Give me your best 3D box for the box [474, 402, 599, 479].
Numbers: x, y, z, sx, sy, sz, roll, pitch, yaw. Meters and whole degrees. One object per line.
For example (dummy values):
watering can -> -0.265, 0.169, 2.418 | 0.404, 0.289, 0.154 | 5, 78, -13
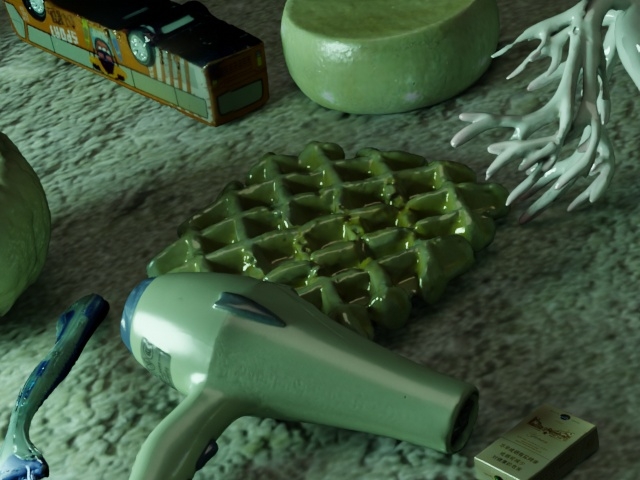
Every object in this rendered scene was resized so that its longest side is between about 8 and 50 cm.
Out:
box -> 0.163, 0.159, 1.501 | 0.083, 0.024, 0.053 | -31, 37, -31

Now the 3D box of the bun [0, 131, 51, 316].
bun -> -0.331, 0.006, 1.792 | 0.243, 0.153, 0.244 | -27, 27, 15

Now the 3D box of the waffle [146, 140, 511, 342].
waffle -> 0.000, 0.000, 1.780 | 0.291, 0.056, 0.309 | 12, 40, 33

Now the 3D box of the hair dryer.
hair dryer -> -0.028, 0.149, 1.539 | 0.295, 0.119, 0.298 | 0, 49, 11

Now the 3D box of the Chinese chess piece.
Chinese chess piece -> 0.074, -0.219, 2.074 | 0.237, 0.092, 0.238 | -9, 32, 6

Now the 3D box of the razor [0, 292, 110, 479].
razor -> -0.222, 0.124, 1.647 | 0.093, 0.056, 0.324 | -19, 27, 16

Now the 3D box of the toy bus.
toy bus -> -0.211, -0.226, 2.177 | 0.093, 0.092, 0.409 | -28, 35, -29

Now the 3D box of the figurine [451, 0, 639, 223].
figurine -> 0.291, -0.108, 1.661 | 0.315, 0.206, 0.284 | 34, 92, 33
